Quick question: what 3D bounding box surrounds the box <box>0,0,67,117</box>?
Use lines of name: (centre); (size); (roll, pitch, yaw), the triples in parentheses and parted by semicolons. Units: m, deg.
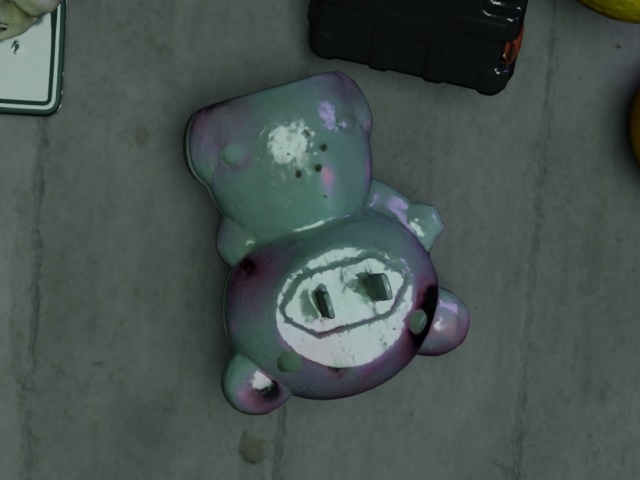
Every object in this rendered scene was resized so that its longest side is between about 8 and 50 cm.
box: (-0.284, -0.180, 1.780); (0.091, 0.031, 0.126); (4, 94, -12)

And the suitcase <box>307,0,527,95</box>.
suitcase: (0.100, -0.278, 1.739); (0.206, 0.066, 0.285); (13, 130, 8)

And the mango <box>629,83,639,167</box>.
mango: (0.426, -0.098, 1.891); (0.254, 0.139, 0.175); (29, 102, -21)

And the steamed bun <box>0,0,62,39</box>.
steamed bun: (-0.320, -0.307, 1.683); (0.268, 0.207, 0.280); (42, 56, -6)

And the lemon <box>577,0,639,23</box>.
lemon: (0.295, -0.333, 1.790); (0.233, 0.233, 0.288); (-35, 104, -6)

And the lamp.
lamp: (0.000, 0.000, 1.760); (0.247, 0.247, 0.301); (-16, 92, -13)
